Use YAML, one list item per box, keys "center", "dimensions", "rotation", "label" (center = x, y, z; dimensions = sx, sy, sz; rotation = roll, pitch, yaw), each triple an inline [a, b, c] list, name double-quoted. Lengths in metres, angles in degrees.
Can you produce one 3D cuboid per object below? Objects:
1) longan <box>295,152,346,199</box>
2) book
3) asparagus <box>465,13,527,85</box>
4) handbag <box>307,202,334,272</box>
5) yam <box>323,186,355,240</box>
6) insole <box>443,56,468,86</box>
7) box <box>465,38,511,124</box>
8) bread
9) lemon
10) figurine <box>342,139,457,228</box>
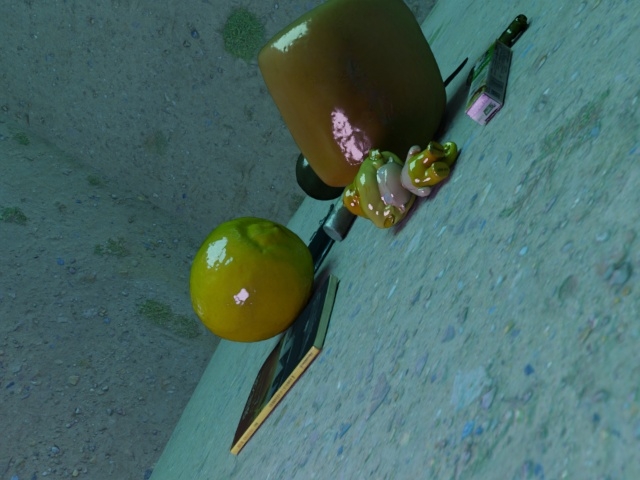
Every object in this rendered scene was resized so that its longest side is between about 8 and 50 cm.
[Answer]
- center: [0.026, -0.252, 2.067]
  dimensions: [0.248, 0.248, 0.248]
  rotation: [-57, 7, 11]
  label: "longan"
- center: [-0.079, 0.273, 1.314]
  dimensions: [0.374, 0.028, 0.263]
  rotation: [-54, 10, 29]
  label: "book"
- center: [0.328, -0.352, 1.111]
  dimensions: [0.165, 0.030, 0.036]
  rotation: [-52, 20, 43]
  label: "asparagus"
- center: [0.000, 0.000, 1.791]
  dimensions: [0.229, 0.062, 0.179]
  rotation: [-59, 4, -1]
  label: "handbag"
- center: [0.071, -0.085, 1.618]
  dimensions: [0.170, 0.068, 0.068]
  rotation: [-61, 7, -12]
  label: "yam"
- center: [0.324, -0.404, 1.467]
  dimensions: [0.053, 0.002, 0.153]
  rotation: [-62, 8, -29]
  label: "insole"
- center: [0.289, -0.274, 1.006]
  dimensions: [0.050, 0.041, 0.207]
  rotation: [-51, 11, 45]
  label: "box"
- center: [0.083, -0.320, 1.253]
  dimensions: [0.347, 0.376, 0.253]
  rotation: [-27, 15, 0]
  label: "bread"
- center: [-0.180, 0.104, 1.545]
  dimensions: [0.348, 0.347, 0.348]
  rotation: [-57, 7, 11]
  label: "lemon"
- center: [0.139, -0.105, 1.073]
  dimensions: [0.246, 0.131, 0.157]
  rotation: [-19, 78, 56]
  label: "figurine"
